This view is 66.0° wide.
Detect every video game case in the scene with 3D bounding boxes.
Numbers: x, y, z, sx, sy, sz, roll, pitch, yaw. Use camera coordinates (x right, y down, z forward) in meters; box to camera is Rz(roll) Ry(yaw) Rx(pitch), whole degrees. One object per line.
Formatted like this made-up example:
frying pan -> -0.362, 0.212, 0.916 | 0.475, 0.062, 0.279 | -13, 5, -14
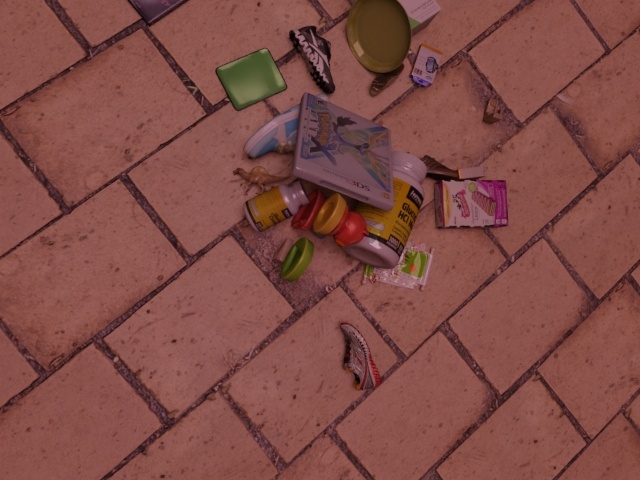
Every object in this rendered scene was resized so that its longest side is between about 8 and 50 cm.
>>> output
video game case -> -0.481, -0.815, 1.517 | 0.274, 0.026, 0.196 | -41, 94, -12
video game case -> 0.072, -0.259, 1.405 | 0.299, 0.036, 0.329 | 19, 49, -18

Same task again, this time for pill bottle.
pill bottle -> -0.130, -0.107, 1.476 | 0.184, 0.103, 0.103 | -26, 91, 6
pill bottle -> 0.206, -0.097, 1.515 | 0.187, 0.188, 0.334 | 27, 75, -9

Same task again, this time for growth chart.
growth chart -> 0.257, 0.075, 1.607 | 0.237, 0.021, 0.172 | 10, 83, -11

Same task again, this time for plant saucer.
plant saucer -> 0.190, -0.655, 1.551 | 0.037, 0.241, 0.241 | -38, 94, -39

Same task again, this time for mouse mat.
mouse mat -> -0.217, -0.511, 1.558 | 0.189, 0.007, 0.153 | -28, 92, -13

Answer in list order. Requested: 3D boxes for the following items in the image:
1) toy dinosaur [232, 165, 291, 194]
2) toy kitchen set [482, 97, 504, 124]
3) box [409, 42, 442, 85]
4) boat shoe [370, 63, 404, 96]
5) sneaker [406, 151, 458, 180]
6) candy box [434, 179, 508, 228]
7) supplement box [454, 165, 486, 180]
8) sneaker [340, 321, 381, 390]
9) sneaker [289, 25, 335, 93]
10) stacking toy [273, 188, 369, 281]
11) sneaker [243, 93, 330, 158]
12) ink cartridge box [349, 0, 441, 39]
toy dinosaur -> -0.180, -0.183, 1.519 | 0.183, 0.053, 0.093 | 7, 83, -11
toy kitchen set -> 0.611, -0.443, 1.686 | 0.068, 0.075, 0.083 | 15, 87, -11
box -> 0.355, -0.589, 1.670 | 0.081, 0.028, 0.136 | 21, 85, -9
boat shoe -> 0.219, -0.538, 1.634 | 0.056, 0.048, 0.153 | 39, 73, 4
sneaker -> 0.363, -0.246, 1.618 | 0.188, 0.066, 0.071 | 10, 81, -2
candy box -> 0.503, -0.120, 1.644 | 0.233, 0.071, 0.159 | -2, 87, -11
supplement box -> 0.496, -0.222, 1.654 | 0.098, 0.062, 0.036 | -8, 87, -11
sneaker -> 0.109, 0.360, 1.522 | 0.092, 0.088, 0.225 | -22, 90, -11
sneaker -> 0.001, -0.586, 1.571 | 0.106, 0.078, 0.234 | -31, 91, -9
stacking toy -> 0.000, 0.000, 1.434 | 0.130, 0.309, 0.280 | 30, 94, -19
sneaker -> -0.060, -0.293, 1.515 | 0.319, 0.127, 0.208 | -33, 92, -11
ink cartridge box -> 0.226, -0.794, 1.612 | 0.198, 0.115, 0.273 | -37, 94, -11
